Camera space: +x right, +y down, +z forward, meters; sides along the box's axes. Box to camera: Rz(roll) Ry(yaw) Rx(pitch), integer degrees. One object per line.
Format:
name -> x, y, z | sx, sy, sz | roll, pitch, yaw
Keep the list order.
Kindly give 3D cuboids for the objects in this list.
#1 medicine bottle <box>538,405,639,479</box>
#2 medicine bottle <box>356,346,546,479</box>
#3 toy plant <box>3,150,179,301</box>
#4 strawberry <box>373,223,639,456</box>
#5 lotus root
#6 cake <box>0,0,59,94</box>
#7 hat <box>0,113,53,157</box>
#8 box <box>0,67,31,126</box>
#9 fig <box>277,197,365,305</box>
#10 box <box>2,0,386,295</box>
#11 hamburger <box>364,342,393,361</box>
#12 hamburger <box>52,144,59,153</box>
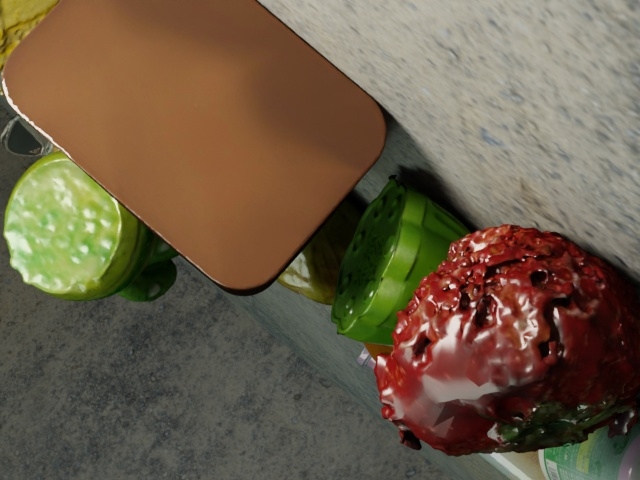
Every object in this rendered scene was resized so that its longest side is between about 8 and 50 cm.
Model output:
medicine bottle -> 0.357, 0.254, 1.361 | 0.133, 0.133, 0.274 | 44, 171, -14
medicine bottle -> 0.256, 0.286, 1.985 | 0.426, 0.108, 0.108 | 38, 170, 8
toy plant -> -0.250, -0.027, 1.578 | 0.184, 0.224, 0.316 | 15, -175, 18
strawberry -> 0.176, 0.088, 1.157 | 0.274, 0.274, 0.220 | 61, -164, -62
lotus root -> 0.122, 0.043, 1.336 | 0.186, 0.186, 0.186 | 40, 170, 9
cake -> -0.503, -0.355, 1.669 | 0.227, 0.222, 0.286 | 36, 146, 28
hat -> -0.418, -0.235, 2.058 | 0.161, 0.232, 0.275 | 7, 161, 11
box -> -0.289, -0.219, 1.553 | 0.129, 0.210, 0.148 | 37, 169, 7
fig -> 0.000, 0.000, 1.614 | 0.154, 0.144, 0.166 | -3, 123, 28
box -> -0.126, -0.118, 1.309 | 0.339, 0.239, 0.229 | 40, 173, 3
hamburger -> 0.150, 0.113, 1.506 | 0.237, 0.147, 0.237 | 36, 166, 11
hamburger -> -0.315, -0.113, 2.017 | 0.146, 0.243, 0.286 | 29, 171, 39
